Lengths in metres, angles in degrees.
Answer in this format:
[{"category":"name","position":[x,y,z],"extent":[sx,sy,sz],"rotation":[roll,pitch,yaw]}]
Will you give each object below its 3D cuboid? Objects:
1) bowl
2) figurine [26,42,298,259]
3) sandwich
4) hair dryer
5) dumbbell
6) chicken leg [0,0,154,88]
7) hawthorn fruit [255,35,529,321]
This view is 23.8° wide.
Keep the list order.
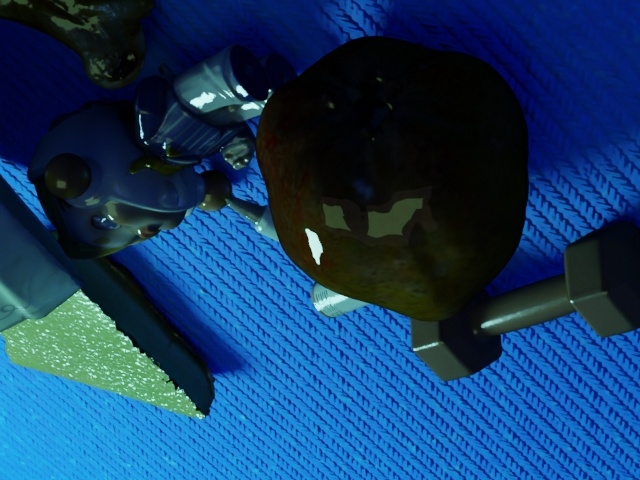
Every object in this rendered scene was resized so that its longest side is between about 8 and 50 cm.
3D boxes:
[{"category":"bowl","position":[-0.360,-0.031,1.314],"extent":[0.307,0.163,0.307],"rotation":[50,173,8]},{"category":"figurine","position":[-0.145,-0.081,1.272],"extent":[0.274,0.194,0.133],"rotation":[-45,59,54]},{"category":"sandwich","position":[-0.250,0.099,1.587],"extent":[0.212,0.063,0.245],"rotation":[-15,123,45]},{"category":"hair dryer","position":[0.004,-0.003,1.306],"extent":[0.183,0.044,0.155],"rotation":[33,141,-30]},{"category":"dumbbell","position":[0.175,0.054,1.265],"extent":[0.231,0.092,0.082],"rotation":[-21,91,42]},{"category":"chicken leg","position":[-0.303,-0.255,1.194],"extent":[0.361,0.140,0.211],"rotation":[9,124,-12]},{"category":"hawthorn fruit","position":[0.062,-0.036,1.167],"extent":[0.208,0.208,0.248],"rotation":[11,154,21]}]
